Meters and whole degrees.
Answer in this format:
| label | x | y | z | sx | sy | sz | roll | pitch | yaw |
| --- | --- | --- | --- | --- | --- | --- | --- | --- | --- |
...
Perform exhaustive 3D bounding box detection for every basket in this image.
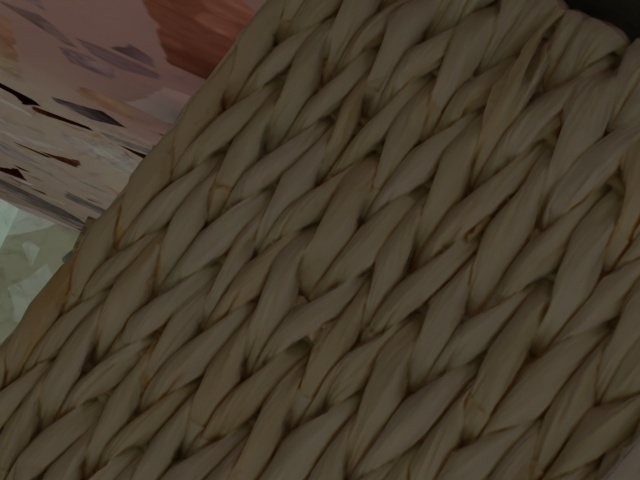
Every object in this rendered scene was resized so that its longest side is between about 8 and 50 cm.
| label | x | y | z | sx | sy | sz | roll | pitch | yaw |
| --- | --- | --- | --- | --- | --- | --- | --- | --- | --- |
| basket | 0.068 | 0.101 | 0.498 | 0.266 | 0.331 | 0.328 | 38 | -178 | 34 |

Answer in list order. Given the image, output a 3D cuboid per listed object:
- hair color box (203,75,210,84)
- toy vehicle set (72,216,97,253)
| label | x | y | z | sx | sy | sz | roll | pitch | yaw |
| --- | --- | --- | --- | --- | --- | --- | --- | --- | --- |
| hair color box | 0.000 | 0.000 | 0.977 | 0.185 | 0.113 | 0.374 | 23 | 173 | 9 |
| toy vehicle set | -0.078 | 0.061 | 1.069 | 0.166 | 0.035 | 0.267 | 19 | 171 | 37 |
